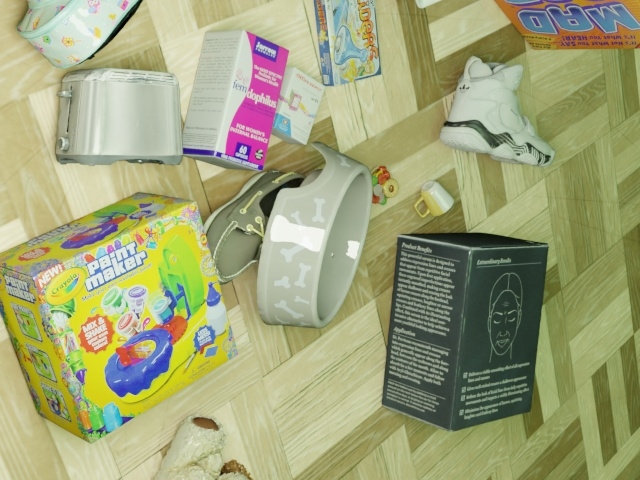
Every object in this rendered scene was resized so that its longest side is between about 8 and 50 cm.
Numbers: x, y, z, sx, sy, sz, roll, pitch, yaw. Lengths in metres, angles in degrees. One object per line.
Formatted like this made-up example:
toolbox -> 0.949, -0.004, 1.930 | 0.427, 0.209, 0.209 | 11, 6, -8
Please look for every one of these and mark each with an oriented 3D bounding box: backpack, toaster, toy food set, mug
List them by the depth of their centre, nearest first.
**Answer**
backpack -> -0.352, -0.348, 1.324 | 0.144, 0.165, 0.188 | 39, 68, -39
toaster -> -0.303, -0.190, 1.429 | 0.227, 0.129, 0.147 | -4, 99, -42
toy food set -> 0.128, -0.116, 1.926 | 0.082, 0.020, 0.083 | -41, 124, -30
mug -> 0.249, -0.092, 2.021 | 0.064, 0.062, 0.078 | 52, 57, -28

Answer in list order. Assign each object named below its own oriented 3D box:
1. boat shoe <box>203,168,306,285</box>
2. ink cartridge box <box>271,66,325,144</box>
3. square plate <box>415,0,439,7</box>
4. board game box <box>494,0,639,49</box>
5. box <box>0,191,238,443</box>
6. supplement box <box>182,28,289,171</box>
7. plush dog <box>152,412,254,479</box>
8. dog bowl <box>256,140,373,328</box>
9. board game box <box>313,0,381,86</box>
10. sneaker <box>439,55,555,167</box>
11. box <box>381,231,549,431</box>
boat shoe -> -0.117, -0.028, 1.602 | 0.305, 0.091, 0.109 | -56, 130, -45
ink cartridge box -> -0.053, -0.252, 1.706 | 0.088, 0.052, 0.123 | 24, 80, -43
square plate -> 0.301, -0.621, 1.678 | 0.344, 0.049, 0.347 | -24, 148, 4
board game box -> 0.605, -0.674, 2.039 | 0.356, 0.356, 0.356 | 36, 73, -41
box -> -0.321, 0.108, 1.436 | 0.290, 0.177, 0.279 | -30, 116, -36
supplement box -> -0.149, -0.240, 1.577 | 0.111, 0.114, 0.220 | 14, 87, -43
plush dog -> -0.188, 0.476, 1.629 | 0.225, 0.262, 0.210 | 33, 108, -32
dog bowl -> 0.000, 0.000, 1.658 | 0.349, 0.102, 0.349 | 16, 90, -76
board game box -> 0.053, -0.413, 1.788 | 0.136, 0.035, 0.201 | -22, 113, -39
sneaker -> 0.431, -0.290, 2.099 | 0.365, 0.137, 0.210 | 8, 95, -41
box -> 0.323, 0.189, 2.038 | 0.293, 0.212, 0.396 | -1, 99, -43
